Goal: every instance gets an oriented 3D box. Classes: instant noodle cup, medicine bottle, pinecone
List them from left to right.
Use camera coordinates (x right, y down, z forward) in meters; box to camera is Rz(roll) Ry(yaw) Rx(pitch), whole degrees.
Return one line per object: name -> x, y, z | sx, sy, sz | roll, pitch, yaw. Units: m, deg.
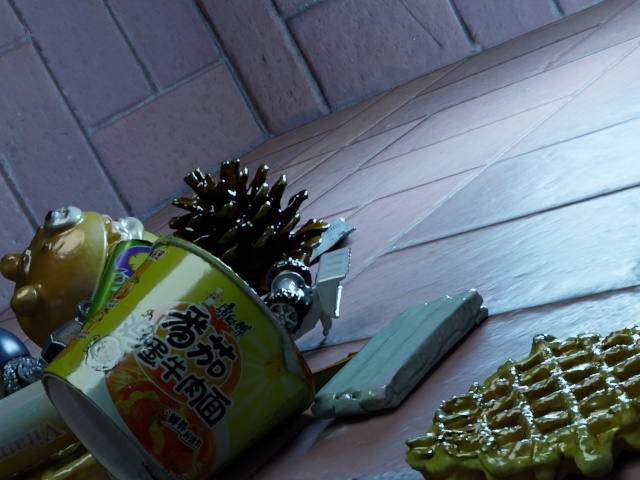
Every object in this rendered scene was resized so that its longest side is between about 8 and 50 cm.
medicine bottle -> -0.400, 0.253, 1.588 | 0.426, 0.108, 0.108 | -26, 11, 9
instant noodle cup -> -0.166, 0.154, 1.395 | 0.200, 0.264, 0.264 | -42, 15, -24
pinecone -> -0.122, -0.013, 2.031 | 0.264, 0.264, 0.264 | -27, 10, 6

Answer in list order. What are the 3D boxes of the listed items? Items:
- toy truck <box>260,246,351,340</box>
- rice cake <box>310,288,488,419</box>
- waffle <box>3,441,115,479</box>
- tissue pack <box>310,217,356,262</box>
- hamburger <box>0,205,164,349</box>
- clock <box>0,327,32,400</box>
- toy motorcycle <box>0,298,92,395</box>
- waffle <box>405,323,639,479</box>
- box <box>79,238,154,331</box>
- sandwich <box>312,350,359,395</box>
toy truck -> -0.073, 0.109, 1.704 | 0.286, 0.111, 0.136 | -25, 18, 12
rice cake -> 0.087, 0.128, 1.400 | 0.124, 0.038, 0.211 | -19, 14, 40
waffle -> -0.348, 0.302, 1.642 | 0.168, 0.057, 0.274 | -31, 11, -9
tissue pack -> 0.000, 0.000, 2.265 | 0.123, 0.026, 0.193 | -29, 10, -1
hamburger -> -0.408, 0.071, 2.156 | 0.276, 0.237, 0.276 | -42, 36, 41
clock -> -0.524, 0.237, 1.886 | 0.243, 0.200, 0.146 | -65, -7, 6
toy motorcycle -> -0.327, 0.186, 1.881 | 0.307, 0.173, 0.108 | -34, -18, -54
waffle -> 0.200, 0.130, 1.045 | 0.243, 0.058, 0.238 | -34, 12, -34
box -> -0.266, 0.121, 1.799 | 0.345, 0.134, 0.097 | -82, 15, -62
sandwich -> 0.020, 0.153, 1.478 | 0.101, 0.026, 0.069 | -27, -2, 3
